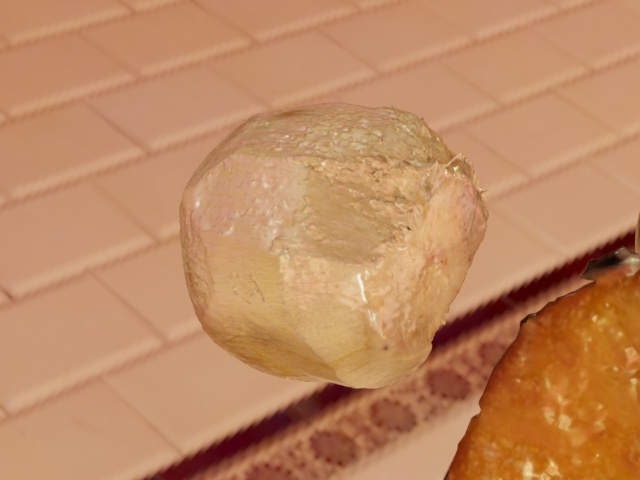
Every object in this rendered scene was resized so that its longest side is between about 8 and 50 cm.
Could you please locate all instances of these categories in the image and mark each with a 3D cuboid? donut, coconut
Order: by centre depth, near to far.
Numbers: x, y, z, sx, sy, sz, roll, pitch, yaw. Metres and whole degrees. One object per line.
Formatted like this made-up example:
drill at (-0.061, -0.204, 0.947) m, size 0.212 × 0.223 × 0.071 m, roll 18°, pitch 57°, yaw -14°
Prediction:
coconut at (-0.001, 0.003, 1.099) m, size 0.194 × 0.194 × 0.194 m, roll -35°, pitch 147°, yaw -28°
donut at (0.312, 0.197, 1.211) m, size 0.163 × 0.435 × 0.377 m, roll -1°, pitch 110°, yaw -54°

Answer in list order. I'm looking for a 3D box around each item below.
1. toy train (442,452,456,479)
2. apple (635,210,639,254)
toy train at (0.225, 0.340, 1.550) m, size 0.160 × 0.253 × 0.397 m, roll -56°, pitch 147°, yaw -44°
apple at (0.386, -0.017, 1.666) m, size 0.196 × 0.157 × 0.196 m, roll 5°, pitch 90°, yaw -85°
